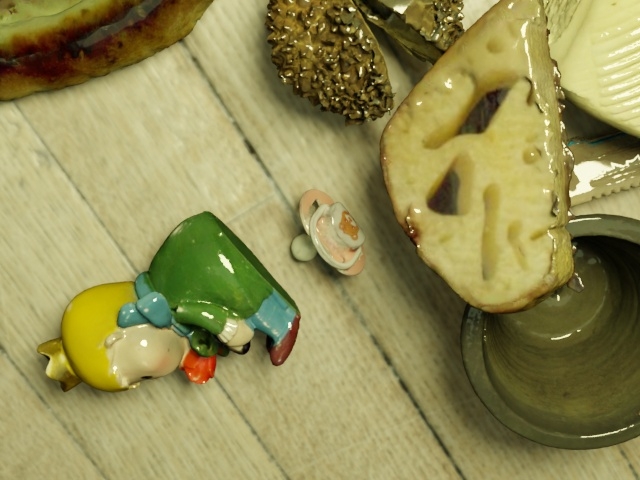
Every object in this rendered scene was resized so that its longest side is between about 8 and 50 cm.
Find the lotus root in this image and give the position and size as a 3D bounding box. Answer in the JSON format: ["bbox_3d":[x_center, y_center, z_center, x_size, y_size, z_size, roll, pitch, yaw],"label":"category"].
[{"bbox_3d":[0.136,-0.064,0.780,0.170,0.074,0.260,-13,91,32],"label":"lotus root"}]

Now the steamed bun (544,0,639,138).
[{"bbox_3d":[0.309,-0.188,0.832,0.239,0.152,0.170,15,115,-18],"label":"steamed bun"}]

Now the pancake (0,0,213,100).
[{"bbox_3d":[-0.204,-0.311,0.803,0.427,0.067,0.305,-26,106,7],"label":"pancake"}]

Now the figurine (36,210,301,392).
[{"bbox_3d":[-0.151,0.097,0.917,0.234,0.127,0.185,-42,113,0],"label":"figurine"}]

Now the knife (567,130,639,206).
[{"bbox_3d":[0.365,-0.107,0.916,0.365,0.043,0.089,-19,75,6],"label":"knife"}]

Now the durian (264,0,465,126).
[{"bbox_3d":[0.028,-0.207,0.816,0.196,0.167,0.196,1,82,-4],"label":"durian"}]

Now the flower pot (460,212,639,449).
[{"bbox_3d":[0.247,0.068,0.906,0.235,0.148,0.235,0,108,0],"label":"flower pot"}]

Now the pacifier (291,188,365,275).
[{"bbox_3d":[0.000,0.000,0.917,0.078,0.081,0.099,-26,109,35],"label":"pacifier"}]
